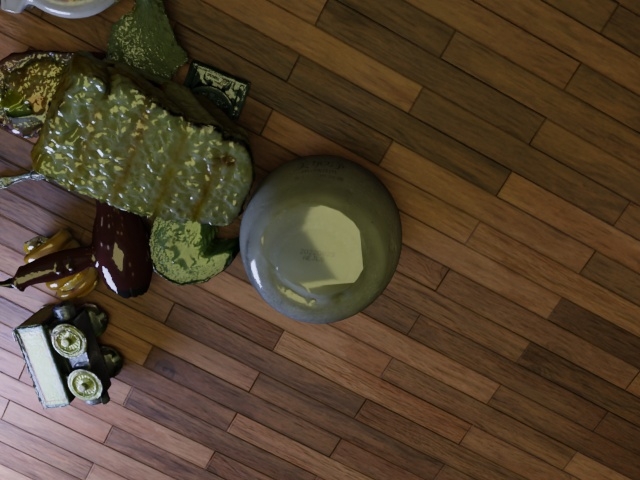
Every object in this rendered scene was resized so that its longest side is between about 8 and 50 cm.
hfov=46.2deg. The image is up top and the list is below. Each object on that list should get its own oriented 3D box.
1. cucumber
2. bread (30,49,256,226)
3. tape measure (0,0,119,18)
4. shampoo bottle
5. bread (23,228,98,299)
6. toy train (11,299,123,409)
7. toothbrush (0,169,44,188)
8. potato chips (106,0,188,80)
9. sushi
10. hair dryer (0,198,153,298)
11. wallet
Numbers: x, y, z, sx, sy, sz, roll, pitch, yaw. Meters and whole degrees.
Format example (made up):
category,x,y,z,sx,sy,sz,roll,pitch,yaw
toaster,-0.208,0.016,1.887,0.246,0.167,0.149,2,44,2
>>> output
category,x,y,z,sx,sy,sz,roll,pitch,yaw
cucumber,-0.275,-0.003,1.597,0.191,0.130,0.191,0,102,1
bread,-0.326,-0.202,1.451,0.395,0.264,0.239,19,113,-22
tape measure,-0.477,-0.549,1.417,0.265,0.130,0.258,11,112,-6
shampoo bottle,0.000,0.000,1.472,0.322,0.317,0.323,1,112,4
bread,-0.570,0.053,1.654,0.119,0.084,0.177,-32,108,14
toy train,-0.565,0.258,1.701,0.177,0.134,0.261,-9,108,16
toothbrush,-0.716,-0.119,1.634,0.294,0.028,0.026,-12,107,13
potato chips,-0.343,-0.394,1.494,0.167,0.059,0.228,32,115,-2
sushi,-0.562,-0.324,1.509,0.161,0.107,0.241,39,99,-5
hair dryer,-0.534,0.000,1.564,0.340,0.123,0.313,-17,101,-18
wallet,-0.216,-0.305,1.533,0.129,0.026,0.088,22,109,-4
